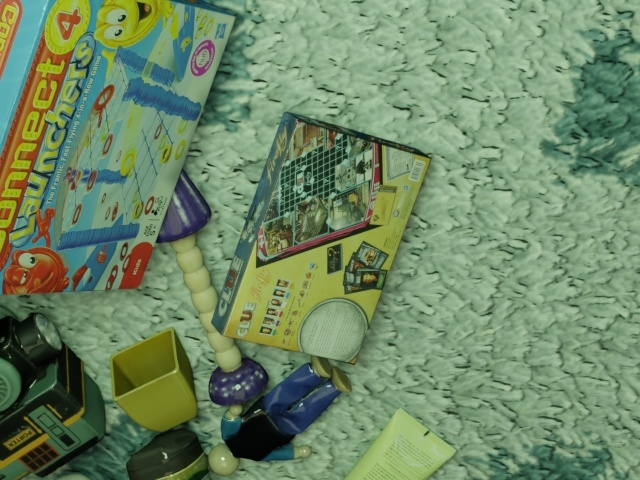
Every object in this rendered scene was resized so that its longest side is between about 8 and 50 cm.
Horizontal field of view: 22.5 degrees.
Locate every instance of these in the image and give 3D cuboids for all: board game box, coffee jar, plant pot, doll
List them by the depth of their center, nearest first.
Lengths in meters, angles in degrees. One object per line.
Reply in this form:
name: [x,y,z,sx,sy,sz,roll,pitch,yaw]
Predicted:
board game box: [-0.239,-0.103,1.525,0.086,0.302,0.308,26,102,25]
board game box: [0.000,0.000,1.707,0.165,0.042,0.243,15,103,-26]
plant pot: [-0.178,0.163,1.786,0.081,0.081,0.083,-25,125,6]
coffee jar: [-0.152,0.308,1.815,0.079,0.096,0.184,-19,96,18]
doll: [-0.052,0.208,1.828,0.189,0.046,0.129,-39,126,13]

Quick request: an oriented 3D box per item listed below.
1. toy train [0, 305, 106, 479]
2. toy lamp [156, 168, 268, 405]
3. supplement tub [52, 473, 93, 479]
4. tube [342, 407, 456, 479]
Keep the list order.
toy train: [-0.396,0.211,1.762,0.334,0.142,0.190,-34,121,10]
toy lamp: [-0.130,0.045,1.739,0.080,0.080,0.274,-17,116,3]
supplement tub: [-0.257,0.379,1.833,0.144,0.144,0.199,-36,111,11]
tube: [0.048,0.306,1.878,0.240,0.062,0.070,-49,152,10]
